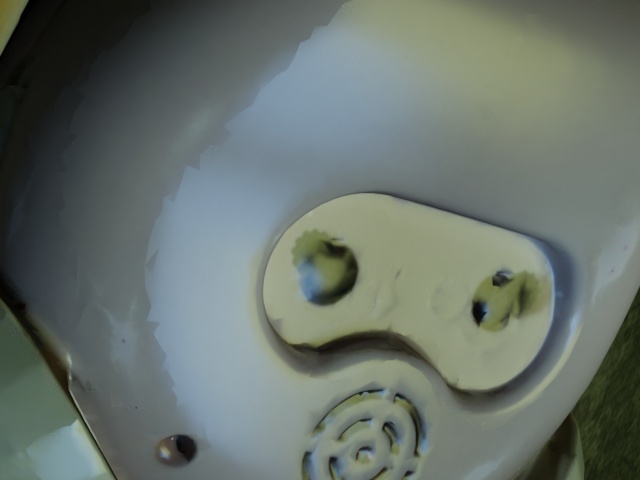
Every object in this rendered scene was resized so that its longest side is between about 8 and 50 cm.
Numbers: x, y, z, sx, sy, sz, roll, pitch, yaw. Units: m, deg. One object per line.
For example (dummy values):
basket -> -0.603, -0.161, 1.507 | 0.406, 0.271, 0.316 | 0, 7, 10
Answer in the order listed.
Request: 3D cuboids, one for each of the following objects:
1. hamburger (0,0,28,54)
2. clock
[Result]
hamburger -> -0.194, -0.113, 0.379 | 0.302, 0.170, 0.302 | -34, 134, -44
clock -> 0.000, 0.000, 0.717 | 0.342, 0.184, 0.326 | 17, 101, -27
